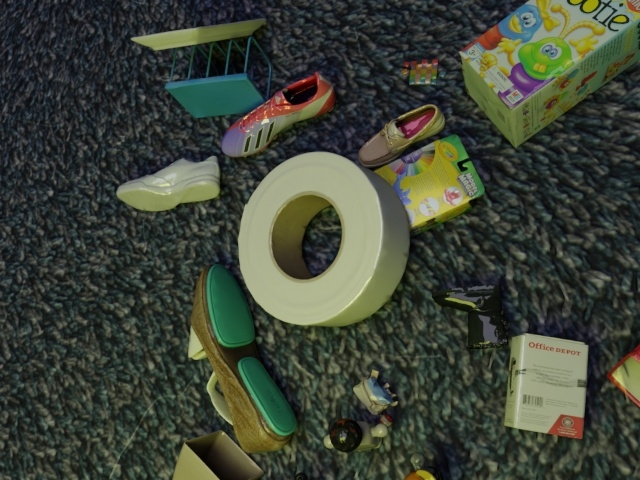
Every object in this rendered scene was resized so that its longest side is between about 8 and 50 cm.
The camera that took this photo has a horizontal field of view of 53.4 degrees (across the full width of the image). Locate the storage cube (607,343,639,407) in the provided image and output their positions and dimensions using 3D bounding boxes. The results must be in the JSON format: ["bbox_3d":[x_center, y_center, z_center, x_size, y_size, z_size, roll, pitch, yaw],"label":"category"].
[{"bbox_3d":[0.520,0.165,0.811,0.193,0.215,0.183,-41,65,-3],"label":"storage cube"}]

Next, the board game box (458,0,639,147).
[{"bbox_3d":[0.384,-0.308,1.030,0.275,0.144,0.142,-35,66,6],"label":"board game box"}]

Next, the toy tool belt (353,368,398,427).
[{"bbox_3d":[0.096,0.251,1.015,0.051,0.052,0.083,-47,66,10],"label":"toy tool belt"}]

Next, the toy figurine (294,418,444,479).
[{"bbox_3d":[0.063,0.378,0.929,0.213,0.148,0.209,34,87,29],"label":"toy figurine"}]

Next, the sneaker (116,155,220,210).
[{"bbox_3d":[-0.295,-0.119,1.253,0.212,0.080,0.094,-7,61,10],"label":"sneaker"}]

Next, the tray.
[{"bbox_3d":[-0.223,-0.396,1.222,0.145,0.270,0.030,-1,111,25],"label":"tray"}]

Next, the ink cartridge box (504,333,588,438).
[{"bbox_3d":[0.329,0.212,0.930,0.099,0.056,0.135,9,77,2],"label":"ink cartridge box"}]

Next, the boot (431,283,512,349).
[{"bbox_3d":[0.240,0.123,1.010,0.121,0.045,0.099,-7,78,19],"label":"boot"}]

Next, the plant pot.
[{"bbox_3d":[-0.180,0.393,1.044,0.109,0.109,0.096,37,102,24],"label":"plant pot"}]

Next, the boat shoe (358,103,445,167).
[{"bbox_3d":[0.138,-0.190,1.125,0.170,0.059,0.063,-31,67,8],"label":"boat shoe"}]

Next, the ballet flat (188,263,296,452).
[{"bbox_3d":[-0.159,0.209,1.097,0.124,0.116,0.342,-38,69,26],"label":"ballet flat"}]

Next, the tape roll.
[{"bbox_3d":[0.000,0.000,1.056,0.286,0.100,0.286,-6,79,33],"label":"tape roll"}]

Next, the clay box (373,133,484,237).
[{"bbox_3d":[0.157,-0.078,1.089,0.222,0.053,0.127,-24,68,11],"label":"clay box"}]

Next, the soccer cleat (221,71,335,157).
[{"bbox_3d":[-0.089,-0.239,1.197,0.248,0.095,0.083,-24,68,10],"label":"soccer cleat"}]

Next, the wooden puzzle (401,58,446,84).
[{"bbox_3d":[0.190,-0.310,1.171,0.083,0.006,0.049,3,75,20],"label":"wooden puzzle"}]

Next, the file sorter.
[{"bbox_3d":[-0.193,-0.320,1.247,0.170,0.118,0.104,-2,70,18],"label":"file sorter"}]
